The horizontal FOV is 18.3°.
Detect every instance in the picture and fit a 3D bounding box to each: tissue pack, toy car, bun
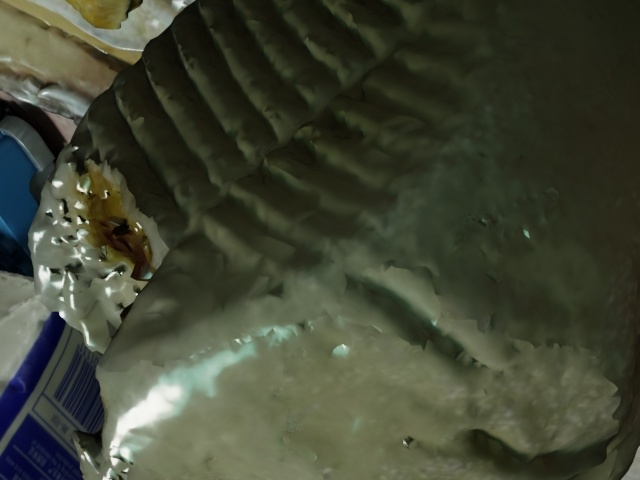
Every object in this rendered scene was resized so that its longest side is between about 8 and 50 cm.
[{"bbox_3d":[-0.201,0.153,1.241,0.137,0.209,0.270,22,162,31],"label":"tissue pack"},{"bbox_3d":[-0.228,-0.023,1.244,0.191,0.100,0.097,11,141,50],"label":"toy car"},{"bbox_3d":[0.038,0.005,0.733,0.281,0.281,0.205,9,148,50],"label":"bun"}]

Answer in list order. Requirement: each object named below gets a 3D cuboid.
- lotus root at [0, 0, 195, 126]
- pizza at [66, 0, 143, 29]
[{"bbox_3d":[-0.159,-0.163,0.933,0.329,0.078,0.167,29,122,21],"label":"lotus root"},{"bbox_3d":[-0.109,-0.244,0.733,0.258,0.087,0.268,47,149,5],"label":"pizza"}]
